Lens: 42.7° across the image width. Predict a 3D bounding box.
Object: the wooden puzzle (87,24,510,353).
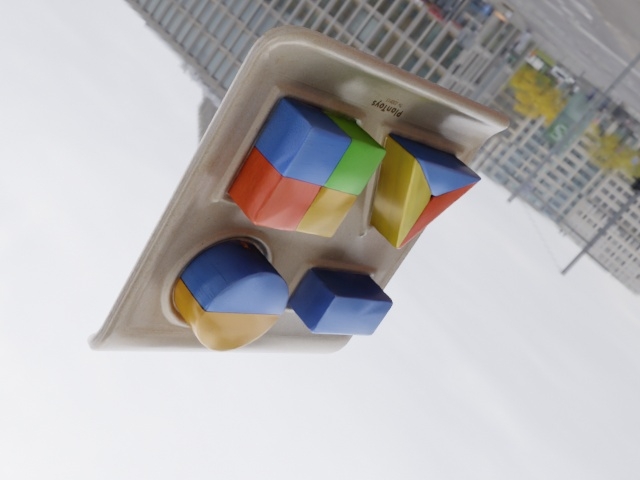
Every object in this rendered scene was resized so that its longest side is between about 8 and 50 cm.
[{"bbox_3d":[0.000,0.000,0.754,0.322,0.348,0.080,9,-145,-48],"label":"wooden puzzle"}]
